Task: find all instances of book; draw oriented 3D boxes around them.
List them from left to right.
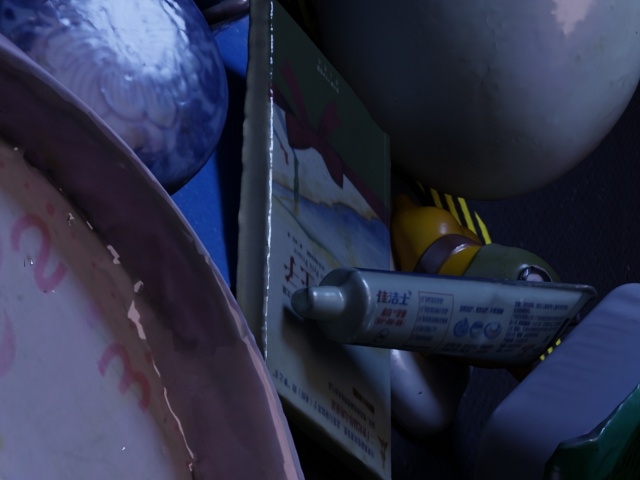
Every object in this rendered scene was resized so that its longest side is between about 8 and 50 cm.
[{"bbox_3d":[0.000,0.000,1.038,0.201,0.026,0.289,46,37,-52],"label":"book"}]

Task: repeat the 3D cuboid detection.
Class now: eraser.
[{"bbox_3d":[-0.071,-0.056,1.034,0.144,0.043,0.312,58,24,-8],"label":"eraser"}]

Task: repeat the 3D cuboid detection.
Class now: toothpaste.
[{"bbox_3d":[0.082,0.048,1.016,0.268,0.047,0.069,8,96,-45],"label":"toothpaste"}]

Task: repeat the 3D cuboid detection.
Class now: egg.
[{"bbox_3d":[0.135,-0.190,1.300,0.283,0.283,0.345,35,46,-44],"label":"egg"}]

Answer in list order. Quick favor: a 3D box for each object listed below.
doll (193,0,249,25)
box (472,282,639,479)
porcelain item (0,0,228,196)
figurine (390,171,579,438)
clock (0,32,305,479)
[{"bbox_3d":[-0.095,-0.231,1.132,0.114,0.085,0.152,-113,-179,-83],"label":"doll"},{"bbox_3d":[0.200,0.151,1.116,0.337,0.106,0.264,-36,140,-47],"label":"box"},{"bbox_3d":[-0.129,-0.074,0.804,0.147,0.114,0.147,20,56,-33],"label":"porcelain item"},{"bbox_3d":[0.108,0.017,1.187,0.166,0.141,0.250,34,36,-44],"label":"figurine"},{"bbox_3d":[-0.188,0.060,0.426,0.376,0.250,0.368,64,24,-9],"label":"clock"}]
